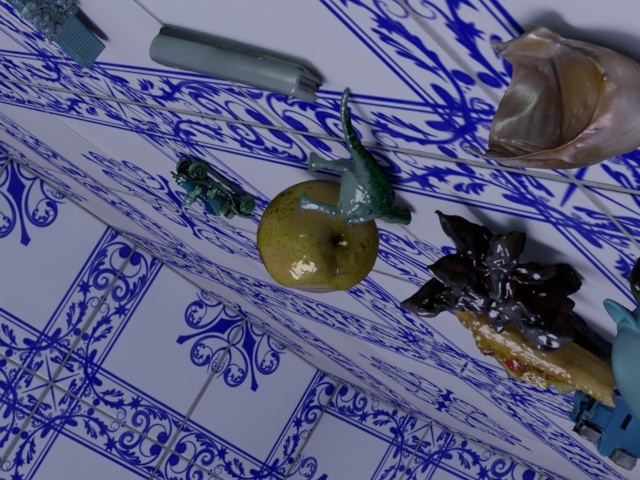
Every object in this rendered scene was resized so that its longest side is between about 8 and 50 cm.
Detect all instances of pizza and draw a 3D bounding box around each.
[{"bbox_3d":[0.305,0.171,1.738,0.280,0.075,0.288,29,171,17],"label":"pizza"}]

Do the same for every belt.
[{"bbox_3d":[-0.340,-0.285,1.567,0.100,0.065,0.179,33,175,37],"label":"belt"}]

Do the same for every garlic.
[{"bbox_3d":[0.188,-0.096,0.911,0.124,0.099,0.174,19,173,-21],"label":"garlic"}]

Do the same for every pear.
[{"bbox_3d":[0.000,0.000,1.665,0.178,0.178,0.178,29,169,6],"label":"pear"}]

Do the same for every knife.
[{"bbox_3d":[-0.098,-0.198,1.367,0.265,0.040,0.073,20,177,43],"label":"knife"},{"bbox_3d":[0.294,0.059,1.540,0.060,0.028,0.230,42,169,6],"label":"knife"}]

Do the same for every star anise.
[{"bbox_3d":[0.218,0.063,1.483,0.212,0.129,0.283,20,167,10],"label":"star anise"}]

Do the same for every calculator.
[{"bbox_3d":[0.334,0.135,1.776,0.161,0.021,0.262,37,167,-30],"label":"calculator"}]

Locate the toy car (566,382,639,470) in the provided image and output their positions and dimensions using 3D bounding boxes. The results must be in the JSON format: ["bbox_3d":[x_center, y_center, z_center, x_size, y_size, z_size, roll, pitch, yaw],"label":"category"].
[{"bbox_3d":[0.429,0.257,1.785,0.161,0.126,0.098,27,-178,-17],"label":"toy car"}]

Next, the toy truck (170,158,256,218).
[{"bbox_3d":[-0.190,-0.075,2.078,0.154,0.078,0.080,36,170,-27],"label":"toy truck"}]

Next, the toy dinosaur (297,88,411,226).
[{"bbox_3d":[0.019,-0.076,1.461,0.129,0.076,0.383,-7,165,14],"label":"toy dinosaur"}]

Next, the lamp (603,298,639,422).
[{"bbox_3d":[0.436,0.173,1.322,0.284,0.147,0.209,23,164,32],"label":"lamp"}]

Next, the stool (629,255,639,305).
[{"bbox_3d":[0.353,0.051,1.135,0.110,0.096,0.096,41,167,-18],"label":"stool"}]
